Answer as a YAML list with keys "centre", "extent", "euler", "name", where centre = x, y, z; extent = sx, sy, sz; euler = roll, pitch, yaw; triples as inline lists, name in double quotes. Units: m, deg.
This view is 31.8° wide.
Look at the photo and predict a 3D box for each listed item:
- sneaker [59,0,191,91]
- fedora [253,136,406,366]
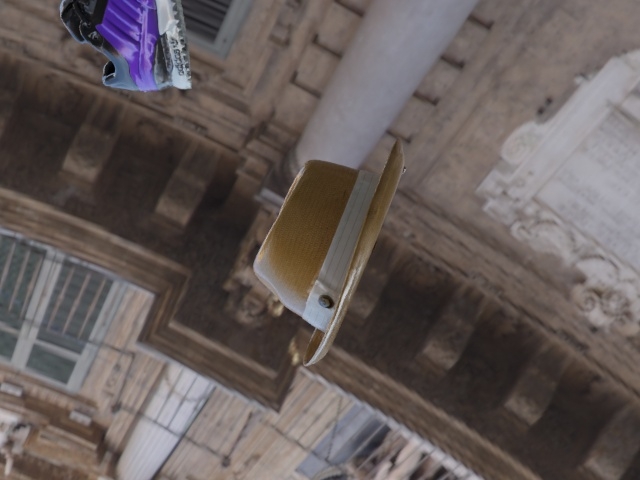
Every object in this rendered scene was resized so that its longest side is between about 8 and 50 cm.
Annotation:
- centre: [-0.245, -0.299, 1.342]
  extent: [0.146, 0.293, 0.102]
  euler: [-8, -142, 0]
  name: "sneaker"
- centre: [0.000, 0.000, 0.858]
  extent: [0.079, 0.194, 0.194]
  euler: [22, -130, 2]
  name: "fedora"
